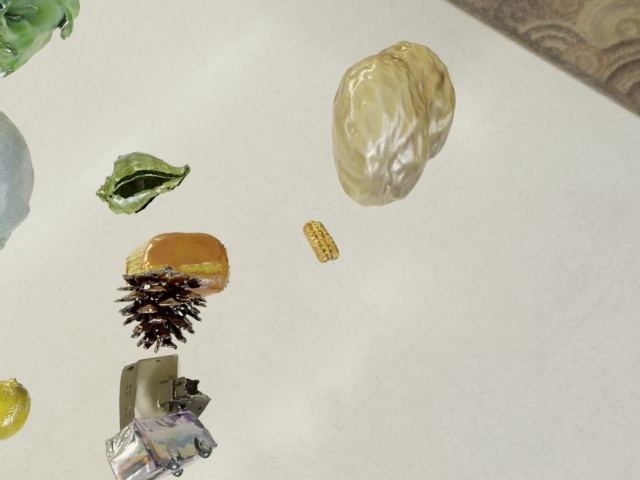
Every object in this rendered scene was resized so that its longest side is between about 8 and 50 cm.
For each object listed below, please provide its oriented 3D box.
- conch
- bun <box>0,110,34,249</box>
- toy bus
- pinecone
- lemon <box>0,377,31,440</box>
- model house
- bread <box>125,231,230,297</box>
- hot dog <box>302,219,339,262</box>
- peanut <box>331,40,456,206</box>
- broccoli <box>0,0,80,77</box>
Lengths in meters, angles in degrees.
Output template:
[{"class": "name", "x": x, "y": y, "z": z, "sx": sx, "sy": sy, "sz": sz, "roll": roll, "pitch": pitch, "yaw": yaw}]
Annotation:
[{"class": "conch", "x": -0.216, "y": -0.068, "z": 0.688, "sx": 0.121, "sy": 0.089, "sz": 0.074, "roll": -11, "pitch": 105, "yaw": 9}, {"class": "bun", "x": -0.677, "y": -0.091, "z": 1.043, "sx": 0.362, "sy": 0.211, "sz": 0.361, "roll": -3, "pitch": 74, "yaw": 10}, {"class": "toy bus", "x": -0.349, "y": 0.462, "z": 1.297, "sx": 0.113, "sy": 0.317, "sz": 0.138, "roll": -35, "pitch": 75, "yaw": 2}, {"class": "pinecone", "x": -0.345, "y": 0.148, "z": 1.263, "sx": 0.208, "sy": 0.207, "sz": 0.207, "roll": -2, "pitch": 70, "yaw": 5}, {"class": "lemon", "x": -0.517, "y": 0.274, "z": 0.944, "sx": 0.082, "sy": 0.082, "sz": 0.110, "roll": 32, "pitch": 103, "yaw": 15}, {"class": "model house", "x": -0.390, "y": 0.421, "z": 1.549, "sx": 0.243, "sy": 0.205, "sz": 0.211, "roll": -29, "pitch": 56, "yaw": 36}, {"class": "bread", "x": -0.396, "y": 0.079, "z": 1.648, "sx": 0.156, "sy": 0.288, "sz": 0.204, "roll": -14, "pitch": 78, "yaw": 44}, {"class": "hot dog", "x": 0.000, "y": 0.000, "z": 1.662, "sx": 0.071, "sy": 0.045, "sz": 0.165, "roll": -15, "pitch": 45, "yaw": -15}, {"class": "peanut", "x": 0.098, "y": -0.155, "z": 0.749, "sx": 0.110, "sy": 0.196, "sz": 0.233, "roll": 11, "pitch": 38, "yaw": 27}, {"class": "broccoli", "x": -0.344, "y": -0.228, "z": 0.506, "sx": 0.295, "sy": 0.245, "sz": 0.264, "roll": -21, "pitch": 92, "yaw": 32}]
